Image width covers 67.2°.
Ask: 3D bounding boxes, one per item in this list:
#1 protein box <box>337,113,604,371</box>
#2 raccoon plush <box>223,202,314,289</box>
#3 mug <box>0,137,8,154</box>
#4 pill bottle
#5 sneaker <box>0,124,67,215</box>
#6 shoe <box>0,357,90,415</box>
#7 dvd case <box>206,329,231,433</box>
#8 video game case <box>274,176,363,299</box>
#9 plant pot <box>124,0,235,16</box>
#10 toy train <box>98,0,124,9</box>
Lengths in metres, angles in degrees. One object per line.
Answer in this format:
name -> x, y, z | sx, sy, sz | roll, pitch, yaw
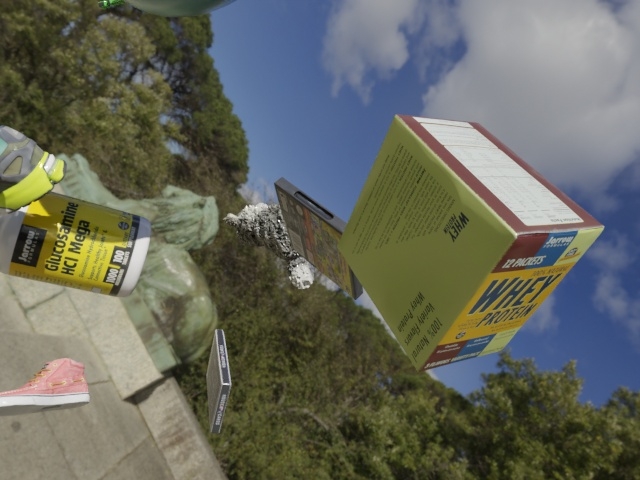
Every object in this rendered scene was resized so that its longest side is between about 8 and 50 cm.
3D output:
protein box -> 0.149, -0.002, 0.549 | 0.201, 0.136, 0.199 | 58, -40, 39
raccoon plush -> -0.186, 0.000, 1.620 | 0.446, 0.299, 0.216 | -86, 159, -62
mug -> -0.513, -0.106, 0.637 | 0.097, 0.158, 0.129 | 47, 15, -34
pill bottle -> -0.547, -0.002, 1.006 | 0.188, 0.334, 0.187 | -40, -138, 48
sneaker -> -0.574, -0.083, 0.777 | 0.121, 0.300, 0.111 | 59, -2, -38
shoe -> -0.489, 0.253, 0.840 | 0.178, 0.064, 0.081 | 25, 42, -60
dvd case -> -0.298, 0.401, 1.392 | 0.238, 0.030, 0.179 | -119, -139, -60
video game case -> 0.000, 0.000, 1.191 | 0.248, 0.035, 0.274 | 38, -23, 30
plant pot -> -0.238, -0.455, 0.708 | 0.195, 0.290, 0.290 | -10, -71, 51
toy train -> -0.524, -0.603, 1.217 | 0.024, 0.083, 0.017 | -43, 124, -71
